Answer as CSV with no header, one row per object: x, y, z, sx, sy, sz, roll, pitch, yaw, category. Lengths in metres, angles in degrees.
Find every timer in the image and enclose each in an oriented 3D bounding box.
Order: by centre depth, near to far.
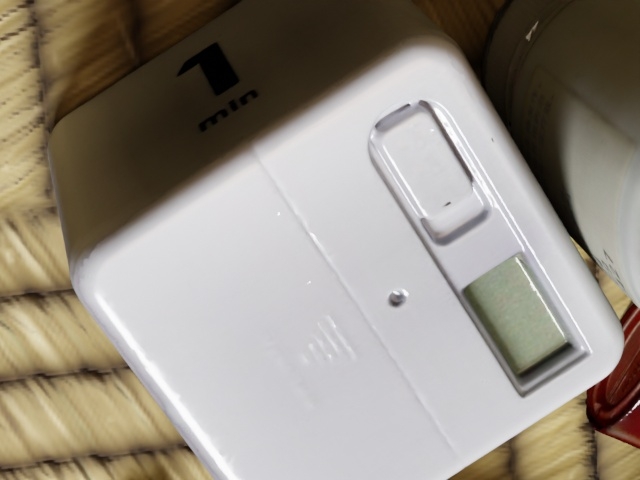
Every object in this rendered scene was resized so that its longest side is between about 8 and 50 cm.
0.000,0.000,0.851,0.194,0.195,0.192,-33,114,1,timer

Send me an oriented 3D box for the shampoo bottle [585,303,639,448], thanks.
0.284,0.111,1.029,0.260,0.064,0.102,24,106,-21,shampoo bottle

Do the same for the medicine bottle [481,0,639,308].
0.168,-0.051,0.834,0.143,0.258,0.143,-5,112,-12,medicine bottle
